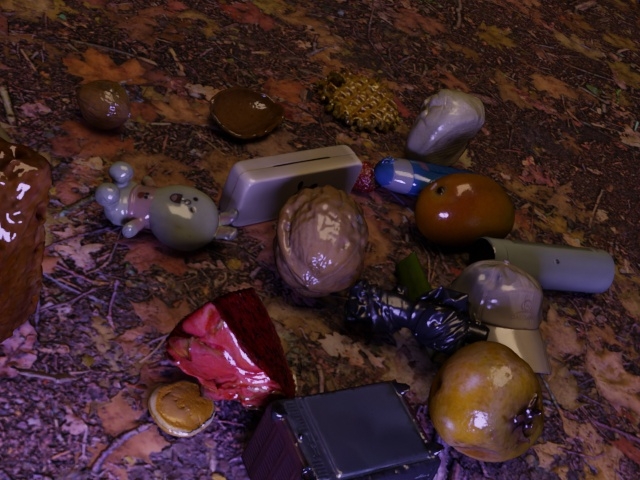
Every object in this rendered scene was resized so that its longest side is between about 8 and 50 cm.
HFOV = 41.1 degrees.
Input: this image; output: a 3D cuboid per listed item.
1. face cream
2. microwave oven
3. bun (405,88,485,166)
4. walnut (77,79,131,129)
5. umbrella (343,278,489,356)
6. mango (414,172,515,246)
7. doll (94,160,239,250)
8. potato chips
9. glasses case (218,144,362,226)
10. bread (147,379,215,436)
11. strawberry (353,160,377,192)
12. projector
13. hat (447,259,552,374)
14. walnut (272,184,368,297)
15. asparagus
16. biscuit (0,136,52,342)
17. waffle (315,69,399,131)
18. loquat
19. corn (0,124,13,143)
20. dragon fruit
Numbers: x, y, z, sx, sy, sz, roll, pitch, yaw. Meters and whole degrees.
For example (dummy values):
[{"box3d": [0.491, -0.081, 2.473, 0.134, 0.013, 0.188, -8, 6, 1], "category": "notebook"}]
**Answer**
[{"box3d": [0.250, -0.141, 2.020, 0.264, 0.083, 0.149, 9, 18, -19], "category": "face cream"}, {"box3d": [0.033, 0.341, 1.305, 0.247, 0.178, 0.188, -3, 45, -30], "category": "microwave oven"}, {"box3d": [0.299, -0.284, 2.105, 0.229, 0.229, 0.145, -12, 63, -37], "category": "bun"}, {"box3d": [-0.459, -0.289, 1.804, 0.124, 0.105, 0.105, 33, 40, 10], "category": "walnut"}, {"box3d": [0.182, 0.141, 1.603, 0.272, 0.110, 0.122, 14, 40, 17], "category": "umbrella"}, {"box3d": [0.331, -0.068, 1.917, 0.254, 0.175, 0.139, 1, 44, -27], "category": "mango"}, {"box3d": [-0.297, -0.055, 1.631, 0.275, 0.113, 0.155, 20, 48, -18], "category": "doll"}, {"box3d": [-0.177, -0.294, 1.998, 0.150, 0.049, 0.202, 40, 39, 10], "category": "potato chips"}, {"box3d": [-0.059, -0.118, 1.801, 0.313, 0.131, 0.070, -14, 53, -38], "category": "glasses case"}, {"box3d": [-0.223, 0.267, 1.368, 0.110, 0.024, 0.110, 17, 38, -14], "category": "bread"}, {"box3d": [0.089, -0.145, 1.965, 0.083, 0.073, 0.073, -2, 41, 4], "category": "strawberry"}, {"box3d": [0.500, 0.057, 1.923, 0.337, 0.108, 0.108, 5, 43, -23], "category": "projector"}, {"box3d": [0.370, 0.156, 1.710, 0.232, 0.161, 0.275, 3, 47, -19], "category": "hat"}, {"box3d": [0.000, 0.000, 1.655, 0.198, 0.198, 0.245, 19, 47, -8], "category": "walnut"}, {"box3d": [0.207, 0.128, 1.722, 0.067, 0.060, 0.277, -22, 50, 0], "category": "asparagus"}, {"box3d": [-0.573, -0.025, 1.229, 0.343, 0.395, 0.166, 28, 50, 3], "category": "biscuit"}, {"box3d": [0.103, -0.366, 2.230, 0.229, 0.051, 0.231, 4, 44, -28], "category": "waffle"}, {"box3d": [0.290, 0.288, 1.483, 0.213, 0.213, 0.213, 15, 40, -13], "category": "loquat"}, {"box3d": [-0.625, -0.176, 1.568, 0.122, 0.123, 0.305, -31, 63, -22], "category": "corn"}, {"box3d": [-0.147, 0.203, 1.375, 0.205, 0.152, 0.317, 57, 5, 5], "category": "dragon fruit"}]
